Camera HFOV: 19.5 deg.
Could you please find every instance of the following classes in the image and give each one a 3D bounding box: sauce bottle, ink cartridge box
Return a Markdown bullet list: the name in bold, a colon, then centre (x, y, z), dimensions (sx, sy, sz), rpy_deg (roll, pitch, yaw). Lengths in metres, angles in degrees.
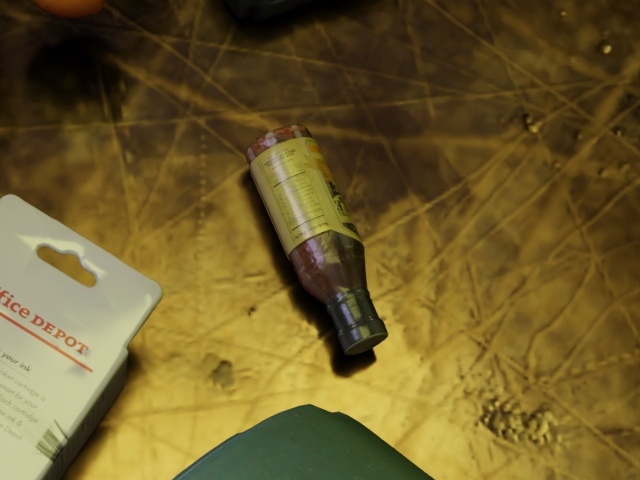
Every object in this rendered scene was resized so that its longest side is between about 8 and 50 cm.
- **sauce bottle**: centre (0.000, 0.000, 1.002), dimensions (0.042, 0.042, 0.128), rpy_deg (-20, 74, -15)
- **ink cartridge box**: centre (-0.167, 0.079, 0.936), dimensions (0.104, 0.060, 0.180), rpy_deg (32, 68, 6)

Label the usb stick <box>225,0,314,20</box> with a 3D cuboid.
- **usb stick**: centre (0.065, -0.204, 1.091), dimensions (0.278, 0.045, 0.077), rpy_deg (-23, 73, -15)

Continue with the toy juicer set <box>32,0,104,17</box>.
- **toy juicer set**: centre (-0.229, -0.198, 1.039), dimensions (0.329, 0.089, 0.209), rpy_deg (5, 81, 15)

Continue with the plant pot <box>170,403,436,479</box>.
- **plant pot**: centre (0.041, 0.264, 0.759), dimensions (0.334, 0.341, 0.341), rpy_deg (41, 69, 18)
